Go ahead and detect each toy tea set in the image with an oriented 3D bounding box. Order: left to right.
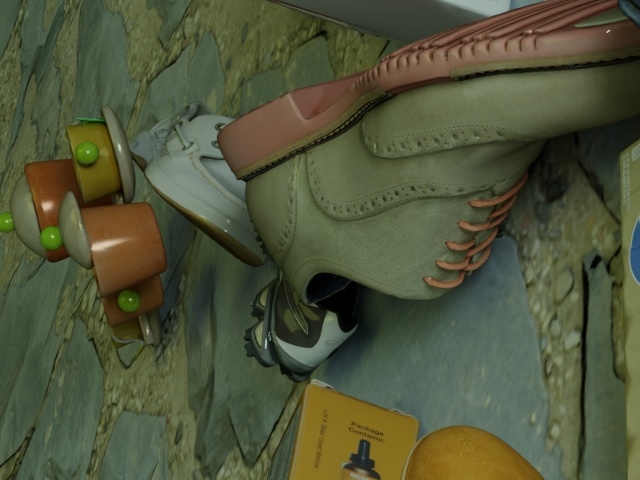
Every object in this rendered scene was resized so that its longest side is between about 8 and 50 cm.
[{"bbox_3d":[-0.216,-0.003,1.521,0.336,0.124,0.200,115,139,-75],"label":"toy tea set"}]

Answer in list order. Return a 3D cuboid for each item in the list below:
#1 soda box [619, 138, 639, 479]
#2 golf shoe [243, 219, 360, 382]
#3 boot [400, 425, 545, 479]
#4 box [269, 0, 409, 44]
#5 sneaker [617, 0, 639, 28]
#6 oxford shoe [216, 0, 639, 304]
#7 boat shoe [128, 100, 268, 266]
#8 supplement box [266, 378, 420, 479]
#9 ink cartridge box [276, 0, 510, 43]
[{"bbox_3d":[0.175,0.034,0.781,0.061,0.058,0.181,139,141,-55],"label":"soda box"},{"bbox_3d":[0.000,0.000,1.244,0.094,0.077,0.198,-29,52,43],"label":"golf shoe"},{"bbox_3d":[0.131,0.128,0.670,0.295,0.104,0.211,-110,34,-44],"label":"boot"},{"bbox_3d":[0.004,-0.205,1.357,0.324,0.063,0.067,-146,71,-68],"label":"box"},{"bbox_3d":[0.185,-0.135,0.776,0.300,0.121,0.111,-113,43,-58],"label":"sneaker"},{"bbox_3d":[0.084,-0.047,1.022,0.397,0.140,0.146,-15,93,61],"label":"oxford shoe"},{"bbox_3d":[-0.088,-0.063,1.455,0.096,0.098,0.277,-47,28,0],"label":"boat shoe"},{"bbox_3d":[0.002,0.190,1.017,0.233,0.078,0.080,-77,10,-51],"label":"supplement box"},{"bbox_3d":[0.045,-0.266,1.142,0.100,0.172,0.237,161,121,-65],"label":"ink cartridge box"}]
